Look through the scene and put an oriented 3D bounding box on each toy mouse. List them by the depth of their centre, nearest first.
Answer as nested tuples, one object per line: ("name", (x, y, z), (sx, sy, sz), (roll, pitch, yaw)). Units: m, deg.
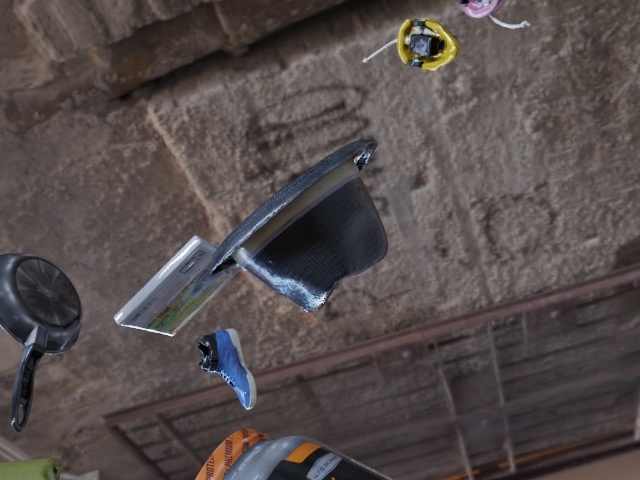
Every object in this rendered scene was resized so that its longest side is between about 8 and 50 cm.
("toy mouse", (0.097, -0.205, 0.531), (0.161, 0.031, 0.143), (22, 122, 45))

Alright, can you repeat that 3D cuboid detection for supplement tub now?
("supplement tub", (0.023, 0.326, 0.701), (0.193, 0.315, 0.194), (-46, -34, -44))

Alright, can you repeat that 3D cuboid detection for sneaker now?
("sneaker", (-0.174, 0.236, 1.242), (0.058, 0.084, 0.152), (-42, 62, 51))

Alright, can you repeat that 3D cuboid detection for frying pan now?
("frying pan", (-0.476, 0.128, 1.108), (0.197, 0.053, 0.326), (50, -163, -20))

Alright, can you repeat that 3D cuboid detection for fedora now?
("fedora", (0.000, 0.000, 0.983), (0.153, 0.334, 0.334), (51, -173, 2))

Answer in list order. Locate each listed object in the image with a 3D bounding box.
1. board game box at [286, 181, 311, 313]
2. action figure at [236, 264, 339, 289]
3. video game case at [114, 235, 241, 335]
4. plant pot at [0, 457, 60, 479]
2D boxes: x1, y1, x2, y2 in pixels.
("board game box", (-0.042, 0.008, 1.438), (0.145, 0.027, 0.281), (42, -146, -22))
("action figure", (-0.062, 0.041, 1.222), (0.137, 0.232, 0.064), (-36, -53, -51))
("video game case", (-0.277, 0.098, 1.394), (0.026, 0.227, 0.206), (46, -176, 23))
("plant pot", (-0.509, 0.439, 1.012), (0.276, 0.253, 0.276), (171, 90, -75))
